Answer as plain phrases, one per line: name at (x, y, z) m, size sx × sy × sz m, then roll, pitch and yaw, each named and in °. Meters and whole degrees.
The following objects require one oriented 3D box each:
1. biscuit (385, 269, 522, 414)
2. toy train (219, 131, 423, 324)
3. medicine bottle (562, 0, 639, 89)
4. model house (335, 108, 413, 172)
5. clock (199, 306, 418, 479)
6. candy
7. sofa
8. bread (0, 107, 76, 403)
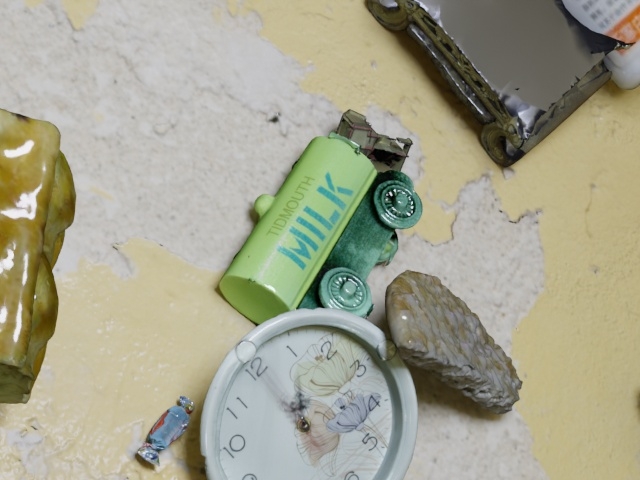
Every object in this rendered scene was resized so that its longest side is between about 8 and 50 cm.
biscuit at (0.128, 0.095, 1.990) m, size 0.290 × 0.038 × 0.141 m, roll 30°, pitch 33°, yaw -55°
toy train at (0.000, 0.000, 1.979) m, size 0.157 × 0.105 × 0.253 m, roll 33°, pitch 55°, yaw -2°
medicine bottle at (0.315, -0.377, 2.272) m, size 0.371 × 0.211 × 0.211 m, roll 49°, pitch 51°, yaw 1°
model house at (0.049, -0.108, 2.079) m, size 0.083 × 0.057 × 0.058 m, roll 8°, pitch 26°, yaw -28°
clock at (-0.016, 0.180, 1.877) m, size 0.236 × 0.053 × 0.236 m, roll -2°, pitch 95°, yaw -25°
candy at (-0.145, 0.183, 1.841) m, size 0.030 × 0.020 × 0.083 m, roll 46°, pitch 50°, yaw -7°
sofa at (0.194, -0.231, 2.191) m, size 0.200 × 0.182 × 0.258 m, roll -42°, pitch 95°, yaw -21°
bread at (-0.324, 0.014, 1.691) m, size 0.196 × 0.238 × 0.252 m, roll 0°, pitch 72°, yaw 5°
